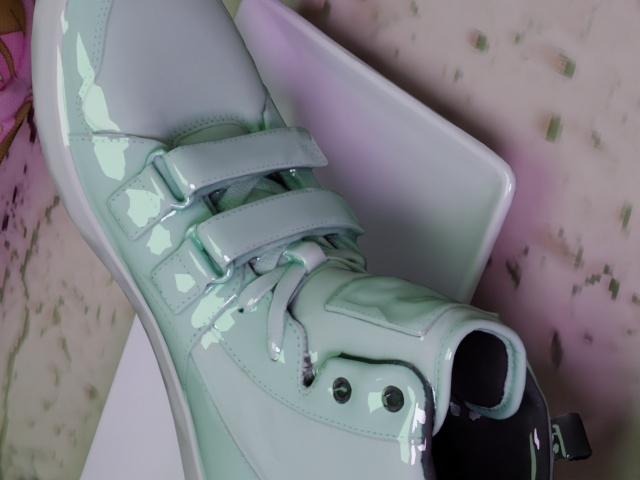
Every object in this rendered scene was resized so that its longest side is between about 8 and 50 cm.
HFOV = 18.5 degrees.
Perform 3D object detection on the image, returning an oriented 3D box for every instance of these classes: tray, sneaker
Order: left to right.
[{"bbox_3d":[-0.015,0.053,0.753,0.145,0.030,0.270,38,120,33],"label":"tray"},{"bbox_3d":[0.000,0.000,0.643,0.151,0.094,0.256,-17,94,49],"label":"sneaker"}]

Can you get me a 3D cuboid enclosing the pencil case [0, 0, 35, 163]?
[{"bbox_3d":[-0.267,0.004,0.903,0.386,0.167,0.160,-51,30,35],"label":"pencil case"}]
